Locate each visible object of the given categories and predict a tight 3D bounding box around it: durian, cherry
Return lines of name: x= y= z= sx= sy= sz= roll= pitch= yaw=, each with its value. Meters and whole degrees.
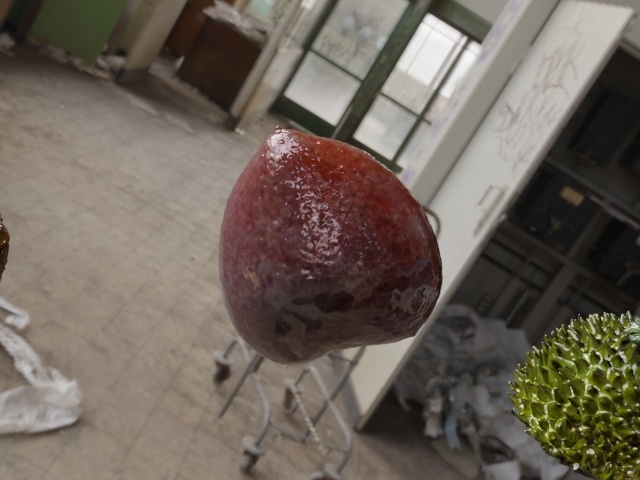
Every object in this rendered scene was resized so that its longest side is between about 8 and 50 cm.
durian: x=0.233 y=0.100 z=0.669 sx=0.137 sy=0.095 sz=0.220 roll=29 pitch=25 yaw=24
cherry: x=0.005 y=0.007 z=0.888 sx=0.239 sy=0.239 sz=0.206 roll=37 pitch=10 yaw=22

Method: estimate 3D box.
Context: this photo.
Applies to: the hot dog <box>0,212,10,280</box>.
hot dog: x=-0.539 y=0.022 z=1.116 sx=0.272 sy=0.196 sz=0.122 roll=-1 pitch=-24 yaw=21
